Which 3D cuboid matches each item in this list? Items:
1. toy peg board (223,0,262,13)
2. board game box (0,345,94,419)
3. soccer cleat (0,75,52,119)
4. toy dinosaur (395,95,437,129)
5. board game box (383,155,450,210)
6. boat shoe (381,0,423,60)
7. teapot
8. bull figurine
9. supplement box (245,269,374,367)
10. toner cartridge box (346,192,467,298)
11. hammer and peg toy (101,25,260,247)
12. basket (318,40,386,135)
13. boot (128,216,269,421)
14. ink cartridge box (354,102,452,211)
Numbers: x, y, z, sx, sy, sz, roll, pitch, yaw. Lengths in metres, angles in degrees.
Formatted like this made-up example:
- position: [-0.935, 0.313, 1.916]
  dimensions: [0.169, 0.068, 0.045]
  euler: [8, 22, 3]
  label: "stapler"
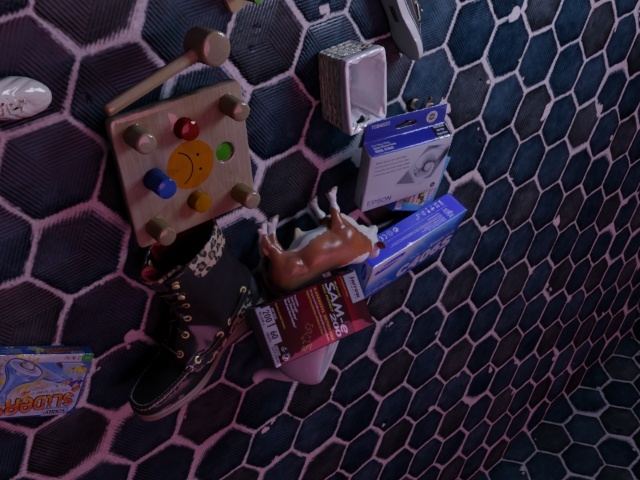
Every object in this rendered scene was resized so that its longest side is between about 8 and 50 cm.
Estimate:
- position: [-0.110, -0.497, 1.163]
  dimensions: [0.160, 0.079, 0.161]
  euler: [-43, 138, -16]
  label: "toy peg board"
- position: [-0.535, 0.260, 1.248]
  dimensions: [0.201, 0.035, 0.136]
  euler: [8, 108, -47]
  label: "board game box"
- position: [-0.482, -0.201, 0.979]
  dimensions: [0.196, 0.076, 0.068]
  euler: [-8, 120, -42]
  label: "soccer cleat"
- position: [0.243, -0.299, 1.659]
  dimensions: [0.183, 0.053, 0.092]
  euler: [-19, 128, -37]
  label: "toy dinosaur"
- position: [0.243, -0.154, 1.725]
  dimensions: [0.210, 0.047, 0.160]
  euler: [-1, 116, -57]
  label: "board game box"
- position: [0.188, -0.490, 1.465]
  dimensions: [0.070, 0.078, 0.219]
  euler: [-44, 136, -13]
  label: "boat shoe"
- position: [-0.051, 0.199, 1.592]
  dimensions: [0.252, 0.187, 0.256]
  euler: [96, 17, -53]
  label: "teapot"
- position: [0.000, 0.000, 1.498]
  dimensions: [0.310, 0.101, 0.188]
  euler: [-28, 95, -25]
  label: "bull figurine"
- position: [-0.020, 0.161, 1.424]
  dimensions: [0.239, 0.073, 0.130]
  euler: [-21, 92, -24]
  label: "supplement box"
- position: [0.222, 0.017, 1.778]
  dimensions: [0.348, 0.075, 0.165]
  euler: [-30, 153, -28]
  label: "toner cartridge box"
- position: [-0.249, -0.181, 1.187]
  dimensions: [0.266, 0.127, 0.361]
  euler: [-27, 131, -29]
  label: "hammer and peg toy"
- position: [0.065, -0.325, 1.426]
  dimensions: [0.113, 0.103, 0.167]
  euler: [-29, 131, -29]
  label: "basket"
- position: [-0.280, 0.150, 1.349]
  dimensions: [0.377, 0.138, 0.284]
  euler: [-45, 141, -20]
  label: "boot"
- position: [0.189, -0.184, 1.528]
  dimensions: [0.223, 0.045, 0.224]
  euler: [-19, 140, -22]
  label: "ink cartridge box"
